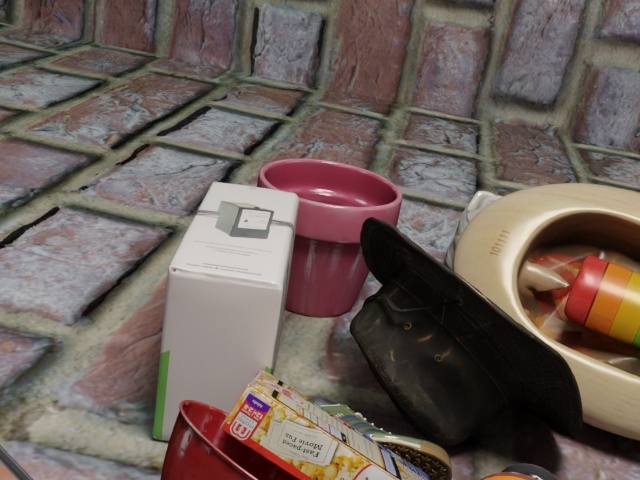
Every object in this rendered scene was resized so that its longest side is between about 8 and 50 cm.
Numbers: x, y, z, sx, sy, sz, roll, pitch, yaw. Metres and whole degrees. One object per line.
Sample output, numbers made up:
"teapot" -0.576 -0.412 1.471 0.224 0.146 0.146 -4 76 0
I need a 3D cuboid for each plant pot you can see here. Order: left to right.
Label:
"plant pot" 0.000 0.000 1.191 0.201 0.180 0.201 9 21 -4

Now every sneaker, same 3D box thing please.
"sneaker" 0.036 0.201 0.864 0.192 0.064 0.086 6 27 -1
"sneaker" 0.254 0.018 1.299 0.114 0.152 0.305 10 23 -5

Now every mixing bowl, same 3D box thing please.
"mixing bowl" -0.063 0.221 0.689 0.181 0.098 0.181 32 -2 2

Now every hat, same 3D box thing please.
"hat" 0.125 0.134 0.940 0.134 0.331 0.331 -43 44 -13

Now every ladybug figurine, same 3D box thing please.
"ladybug figurine" 0.379 0.100 1.045 0.449 0.162 0.305 26 70 20

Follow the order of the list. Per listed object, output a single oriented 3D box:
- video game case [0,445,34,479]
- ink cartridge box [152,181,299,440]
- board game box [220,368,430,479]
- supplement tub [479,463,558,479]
"video game case" -0.406 0.203 0.707 0.275 0.035 0.248 27 27 36
"ink cartridge box" -0.097 0.072 0.945 0.115 0.198 0.273 9 21 -1
"board game box" 0.012 0.187 0.740 0.193 0.045 0.147 33 -3 3
"supplement tub" 0.153 0.265 0.706 0.106 0.106 0.198 20 23 22
